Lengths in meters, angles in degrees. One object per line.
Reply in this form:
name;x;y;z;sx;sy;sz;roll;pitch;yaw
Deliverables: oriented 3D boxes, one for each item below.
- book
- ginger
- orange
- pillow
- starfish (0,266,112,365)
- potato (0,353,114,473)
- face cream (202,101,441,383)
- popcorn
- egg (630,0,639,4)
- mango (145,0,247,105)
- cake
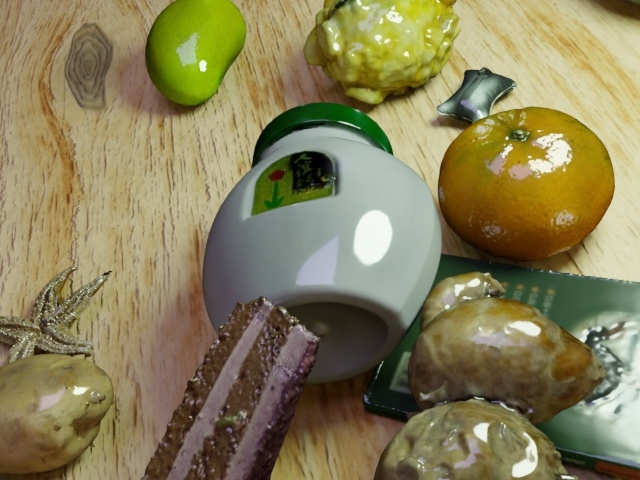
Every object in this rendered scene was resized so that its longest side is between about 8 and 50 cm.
book;0.266;0.139;0.990;0.371;0.043;0.260;10;51;25
ginger;0.174;0.192;0.836;0.256;0.176;0.375;-13;49;23
orange;0.279;-0.085;1.121;0.240;0.171;0.240;-7;42;6
pillow;0.263;-0.242;1.378;0.091;0.055;0.136;35;59;3
starfish;-0.400;0.122;1.182;0.240;0.043;0.227;9;45;27
potato;-0.365;0.222;1.020;0.234;0.128;0.161;-21;27;-1
face cream;0.000;0.000;1.069;0.312;0.219;0.357;-15;38;14
popcorn;0.109;-0.374;1.444;0.252;0.215;0.286;24;59;27
egg;0.606;-0.559;1.468;0.258;0.258;0.352;-17;40;-3
mango;-0.250;-0.377;1.588;0.185;0.149;0.273;7;52;19
cake;-0.095;0.208;0.891;0.116;0.113;0.295;27;93;25
